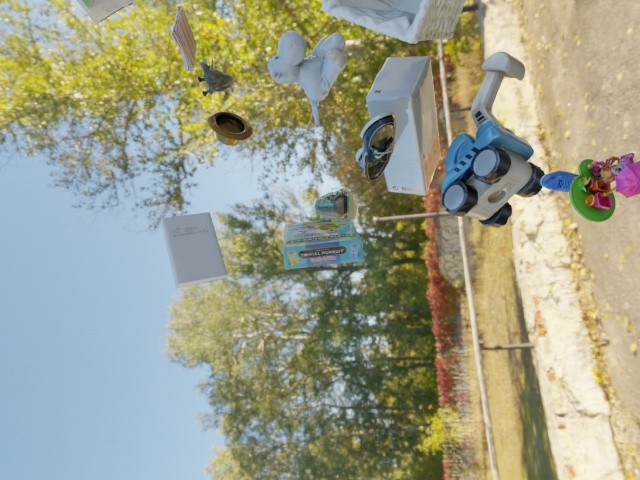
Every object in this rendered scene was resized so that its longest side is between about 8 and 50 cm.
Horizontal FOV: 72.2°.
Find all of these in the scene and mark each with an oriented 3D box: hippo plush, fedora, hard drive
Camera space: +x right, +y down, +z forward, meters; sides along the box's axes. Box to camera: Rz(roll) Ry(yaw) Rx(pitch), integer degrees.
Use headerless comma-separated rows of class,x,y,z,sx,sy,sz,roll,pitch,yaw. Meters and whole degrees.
hippo plush,-0.067,-0.623,1.557,0.234,0.236,0.294,-98,30,-43
fedora,-0.362,-0.432,1.733,0.194,0.194,0.079,-82,13,-50
hard drive,-0.536,0.033,1.858,0.319,0.210,0.040,68,153,24

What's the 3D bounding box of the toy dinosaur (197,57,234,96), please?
toy dinosaur,-0.505,-0.794,2.202,0.313,0.160,0.121,-9,-91,-64

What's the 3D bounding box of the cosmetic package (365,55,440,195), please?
cosmetic package,0.318,-0.403,1.601,0.230,0.161,0.453,-64,-32,-28

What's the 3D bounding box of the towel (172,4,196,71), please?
towel,-0.465,-0.689,1.498,0.144,0.029,0.197,78,-177,-51

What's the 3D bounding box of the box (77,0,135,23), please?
box,-0.685,-0.861,1.391,0.231,0.262,0.127,50,171,16

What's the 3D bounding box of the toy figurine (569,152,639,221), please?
toy figurine,0.703,-0.149,1.042,0.159,0.130,0.173,125,156,-71

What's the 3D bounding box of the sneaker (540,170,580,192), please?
sneaker,0.674,-0.150,1.174,0.084,0.152,0.058,-39,-42,-63

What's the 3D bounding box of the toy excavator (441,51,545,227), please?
toy excavator,0.540,-0.333,1.432,0.433,0.222,0.445,-54,36,37

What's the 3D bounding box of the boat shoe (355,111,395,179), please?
boat shoe,0.179,-0.279,1.333,0.302,0.114,0.091,87,162,-76

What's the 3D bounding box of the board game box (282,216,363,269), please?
board game box,0.000,0.000,1.544,0.336,0.253,0.079,-104,8,-75

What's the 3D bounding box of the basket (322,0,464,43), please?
basket,0.229,-0.750,1.198,0.266,0.331,0.328,-27,-38,-47

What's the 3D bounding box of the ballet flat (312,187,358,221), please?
ballet flat,0.060,-0.156,1.963,0.483,0.181,0.164,-14,-76,-80
